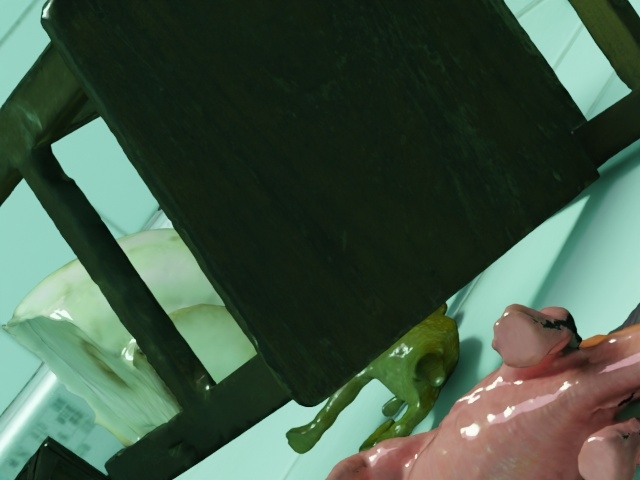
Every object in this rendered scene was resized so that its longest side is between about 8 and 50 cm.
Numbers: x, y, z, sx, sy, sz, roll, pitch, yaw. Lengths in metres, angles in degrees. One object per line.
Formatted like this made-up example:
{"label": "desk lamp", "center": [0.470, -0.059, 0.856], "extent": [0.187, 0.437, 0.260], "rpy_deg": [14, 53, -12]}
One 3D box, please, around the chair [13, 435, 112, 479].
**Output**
{"label": "chair", "center": [-0.163, 0.189, 1.211], "extent": [0.113, 0.106, 0.229], "rpy_deg": [-52, 9, 10]}

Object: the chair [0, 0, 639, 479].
{"label": "chair", "center": [0.016, -0.062, 0.830], "extent": [0.240, 0.203, 0.416], "rpy_deg": [-32, -3, -29]}

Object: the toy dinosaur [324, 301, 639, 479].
{"label": "toy dinosaur", "center": [0.100, 0.042, 0.639], "extent": [0.286, 0.070, 0.139], "rpy_deg": [-46, -11, 30]}

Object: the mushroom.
{"label": "mushroom", "center": [-0.117, 0.041, 1.391], "extent": [0.173, 0.162, 0.236], "rpy_deg": [-57, 11, -18]}

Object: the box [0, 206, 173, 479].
{"label": "box", "center": [-0.193, 0.129, 1.640], "extent": [0.370, 0.112, 0.190], "rpy_deg": [-52, 8, -10]}

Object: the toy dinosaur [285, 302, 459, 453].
{"label": "toy dinosaur", "center": [0.051, 0.049, 0.873], "extent": [0.126, 0.039, 0.162], "rpy_deg": [-49, 6, -33]}
